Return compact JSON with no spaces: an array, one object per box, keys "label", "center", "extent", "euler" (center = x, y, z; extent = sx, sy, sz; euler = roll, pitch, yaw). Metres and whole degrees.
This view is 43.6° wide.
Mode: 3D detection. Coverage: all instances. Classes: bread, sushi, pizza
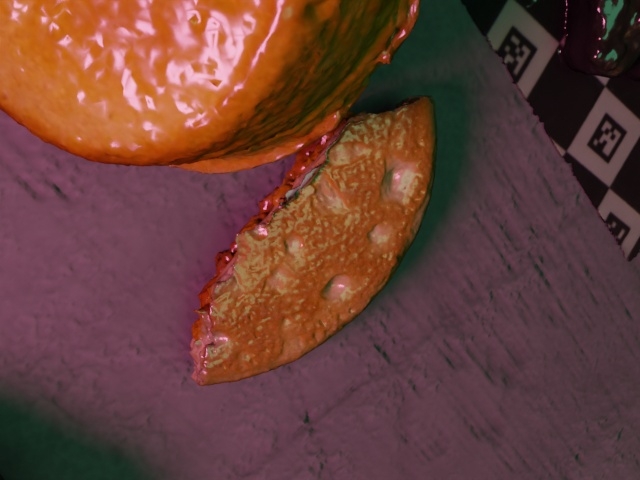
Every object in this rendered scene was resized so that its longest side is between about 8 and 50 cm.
[{"label":"bread","center":[-0.068,-0.151,0.377],"extent":[0.146,0.268,0.268],"euler":[-35,126,-60]},{"label":"sushi","center":[0.302,-0.191,0.637],"extent":[0.320,0.069,0.339],"euler":[-45,118,-8]},{"label":"pizza","center":[-0.002,-0.001,0.550],"extent":[0.127,0.058,0.246],"euler":[28,93,-30]}]

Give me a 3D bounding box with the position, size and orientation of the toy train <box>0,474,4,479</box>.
[{"label":"toy train","center":[-0.269,0.187,0.449],"extent":[0.203,0.112,0.163],"euler":[40,79,-29]}]
